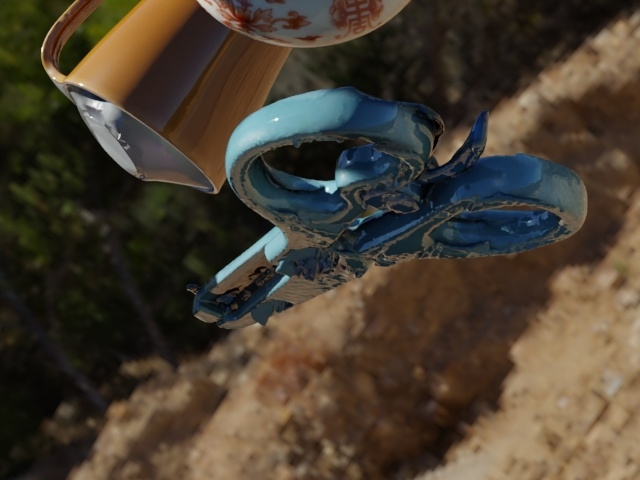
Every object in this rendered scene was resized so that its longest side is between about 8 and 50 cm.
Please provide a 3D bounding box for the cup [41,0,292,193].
[{"bbox_3d":[-0.133,-0.193,1.932,0.264,0.226,0.182,-56,-14,-10],"label":"cup"}]

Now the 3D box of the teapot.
[{"bbox_3d":[-0.022,-0.191,1.255,0.116,0.246,0.159,86,-169,-65],"label":"teapot"}]

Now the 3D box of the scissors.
[{"bbox_3d":[0.000,0.001,1.079,0.393,0.180,0.032,147,136,-64],"label":"scissors"}]
